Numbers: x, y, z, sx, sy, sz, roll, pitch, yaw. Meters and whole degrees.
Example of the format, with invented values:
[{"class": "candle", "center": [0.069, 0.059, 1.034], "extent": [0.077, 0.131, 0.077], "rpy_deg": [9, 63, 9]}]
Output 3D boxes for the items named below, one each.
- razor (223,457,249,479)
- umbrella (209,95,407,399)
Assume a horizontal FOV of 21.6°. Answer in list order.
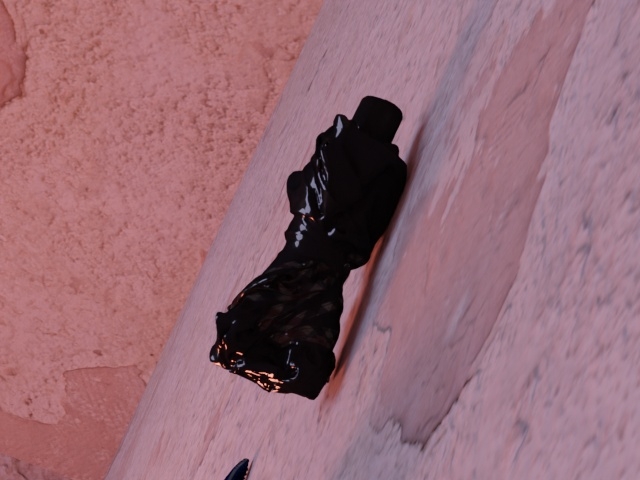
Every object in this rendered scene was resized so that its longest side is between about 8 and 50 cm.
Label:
[{"class": "razor", "center": [-0.105, 0.283, 1.650], "extent": [0.044, 0.028, 0.154], "rpy_deg": [131, 159, -71]}, {"class": "umbrella", "center": [0.000, 0.001, 1.408], "extent": [0.110, 0.122, 0.272], "rpy_deg": [8, 65, 38]}]
